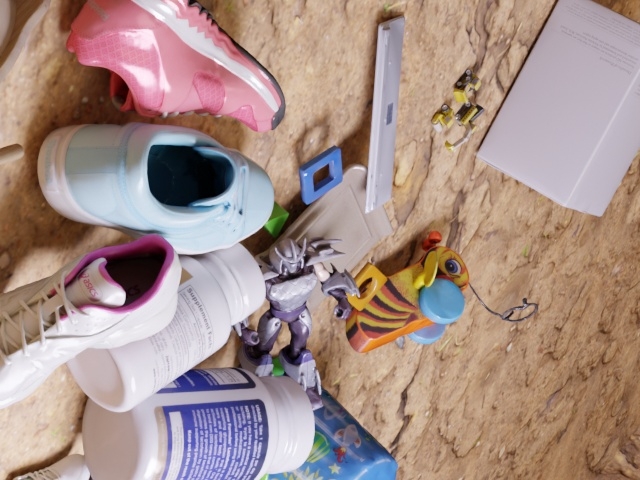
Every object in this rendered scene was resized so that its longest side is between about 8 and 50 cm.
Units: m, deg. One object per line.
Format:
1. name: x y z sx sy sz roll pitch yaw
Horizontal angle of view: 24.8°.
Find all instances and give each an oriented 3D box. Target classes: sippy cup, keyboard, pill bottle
1. sippy cup: -0.022 0.319 2.067 0.305 0.224 0.240 -32 142 -37
2. keyboard: 0.085 -0.164 1.908 0.072 0.014 0.256 -39 137 -60
3. pill bottle: -0.147 0.235 1.802 0.264 0.153 0.153 1 119 -39
4. pill bottle: -0.178 0.089 1.692 0.229 0.131 0.131 -33 143 -37

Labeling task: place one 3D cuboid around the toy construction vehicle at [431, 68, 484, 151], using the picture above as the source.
1. toy construction vehicle: 0.206 -0.186 2.115 0.098 0.035 0.086 -51 151 -11

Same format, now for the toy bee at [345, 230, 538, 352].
1. toy bee: 0.158 0.074 2.217 0.298 0.162 0.195 2 148 -44

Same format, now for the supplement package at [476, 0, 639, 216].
1. supplement package: 0.406 -0.209 2.254 0.177 0.175 0.293 10 110 -61

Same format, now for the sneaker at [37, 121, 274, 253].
1. sneaker: -0.132 -0.051 1.573 0.366 0.150 0.135 2 91 -58

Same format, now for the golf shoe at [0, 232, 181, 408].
1. golf shoe: -0.276 0.074 1.493 0.306 0.115 0.140 -28 166 -29

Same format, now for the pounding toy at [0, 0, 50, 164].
1. pounding toy: -0.334 -0.142 1.229 0.155 0.154 0.269 70 39 -56

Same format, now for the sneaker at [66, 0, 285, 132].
1. sneaker: -0.155 -0.179 1.516 0.136 0.116 0.314 -47 145 2

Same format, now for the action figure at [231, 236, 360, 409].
1. action figure: -0.043 0.101 1.902 0.185 0.099 0.285 -9 135 -15

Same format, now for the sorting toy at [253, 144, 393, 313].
1. sorting toy: 0.000 0.000 1.971 0.196 0.047 0.348 -43 146 -12

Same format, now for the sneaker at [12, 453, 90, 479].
1. sneaker: -0.337 0.301 1.740 0.152 0.053 0.061 -37 143 -31
